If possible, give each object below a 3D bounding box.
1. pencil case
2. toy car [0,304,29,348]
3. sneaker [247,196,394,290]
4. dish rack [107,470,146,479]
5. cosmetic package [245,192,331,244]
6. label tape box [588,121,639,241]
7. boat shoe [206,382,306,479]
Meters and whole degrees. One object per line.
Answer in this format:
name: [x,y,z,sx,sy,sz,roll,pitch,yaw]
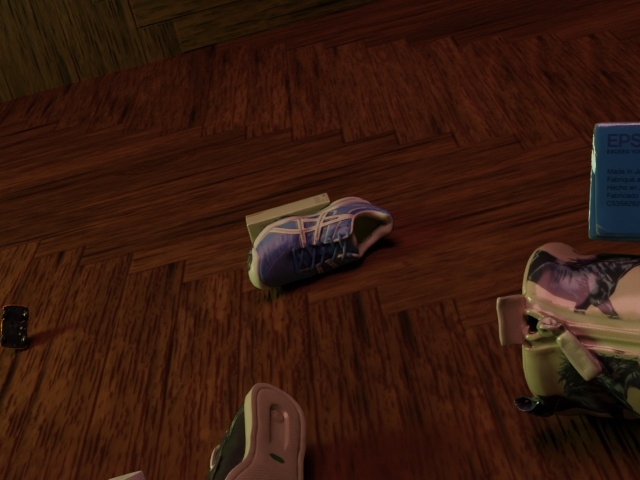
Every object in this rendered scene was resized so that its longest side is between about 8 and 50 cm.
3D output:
pencil case: [0.354,0.084,1.025,0.410,0.160,0.183,2,11,37]
toy car: [-0.426,0.123,1.623,0.122,0.060,0.040,-15,-11,-15]
sneaker: [0.000,0.000,1.591,0.211,0.080,0.081,-30,22,-29]
dish rack: [-0.270,0.257,0.968,0.332,0.072,0.285,-18,-3,26]
cosmetic package: [-0.036,-0.017,1.687,0.115,0.060,0.041,-15,20,-1]
label tape box: [0.383,-0.052,1.205,0.240,0.106,0.333,1,1,15]
boat shoe: [-0.064,0.225,1.119,0.079,0.084,0.233,-46,17,26]
